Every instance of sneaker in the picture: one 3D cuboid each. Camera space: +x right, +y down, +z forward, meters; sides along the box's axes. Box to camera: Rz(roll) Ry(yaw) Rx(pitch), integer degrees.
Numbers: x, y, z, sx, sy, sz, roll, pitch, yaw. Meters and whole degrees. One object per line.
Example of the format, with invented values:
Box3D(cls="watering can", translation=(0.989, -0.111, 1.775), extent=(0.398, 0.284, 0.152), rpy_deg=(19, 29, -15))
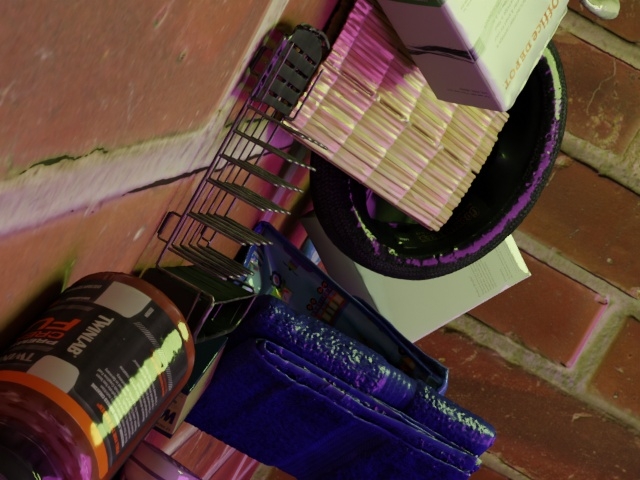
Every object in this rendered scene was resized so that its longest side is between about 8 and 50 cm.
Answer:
Box3D(cls="sneaker", translation=(-0.206, 0.324, 1.715), extent=(0.161, 0.102, 0.282), rpy_deg=(-55, 173, -20))

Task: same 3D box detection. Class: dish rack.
Box3D(cls="dish rack", translation=(-0.054, -0.050, 1.292), extent=(0.272, 0.074, 0.208), rpy_deg=(-61, 175, 4))

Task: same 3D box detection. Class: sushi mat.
Box3D(cls="sushi mat", translation=(0.080, -0.121, 1.540), extent=(0.316, 0.019, 0.151), rpy_deg=(31, 91, -52))

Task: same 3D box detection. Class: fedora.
Box3D(cls="fedora", translation=(0.110, -0.129, 1.713), extent=(0.334, 0.334, 0.152), rpy_deg=(-61, -149, 3))

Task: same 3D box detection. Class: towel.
Box3D(cls="towel", translation=(0.001, 0.195, 1.621), extent=(0.227, 0.308, 0.076), rpy_deg=(-41, -155, 40))

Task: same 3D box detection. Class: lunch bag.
Box3D(cls="lunch bag", translation=(0.019, 0.135, 1.737), extent=(0.138, 0.293, 0.221), rpy_deg=(-58, 174, -18))

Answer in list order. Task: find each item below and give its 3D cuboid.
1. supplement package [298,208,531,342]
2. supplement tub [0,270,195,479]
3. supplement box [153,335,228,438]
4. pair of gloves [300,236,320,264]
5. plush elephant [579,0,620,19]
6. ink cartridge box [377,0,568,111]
Box3D(cls="supplement package", translation=(0.117, 0.006, 1.947), extent=(0.203, 0.194, 0.149), rpy_deg=(-29, -172, -14))
Box3D(cls="supplement tub", translation=(-0.163, 0.107, 0.960), extent=(0.106, 0.106, 0.198), rpy_deg=(-64, 173, 35))
Box3D(cls="supplement box", translation=(-0.142, 0.132, 1.507), extent=(0.083, 0.056, 0.083), rpy_deg=(-54, 172, -44))
Box3D(cls="pair of gloves", translation=(0.000, 0.000, 2.265), extent=(0.159, 0.023, 0.198), rpy_deg=(-57, 173, -27))
Box3D(cls="plush elephant", translation=(0.310, -0.413, 1.770), extent=(0.330, 0.272, 0.255), rpy_deg=(-32, 161, 4))
Box3D(cls="ink cartridge box", translation=(0.138, -0.243, 1.439), extent=(0.153, 0.086, 0.208), rpy_deg=(-58, 139, -20))
